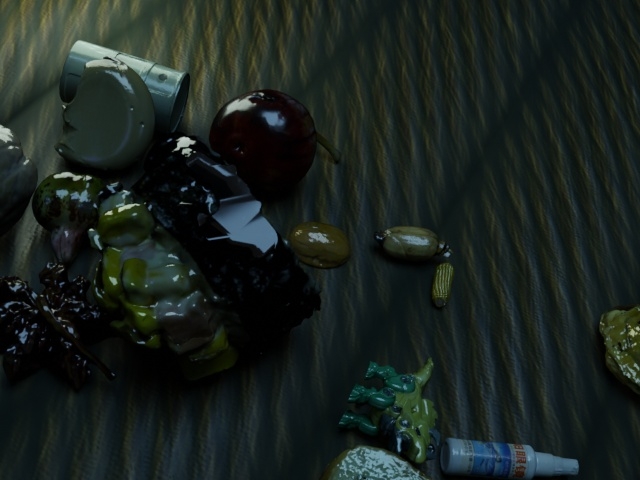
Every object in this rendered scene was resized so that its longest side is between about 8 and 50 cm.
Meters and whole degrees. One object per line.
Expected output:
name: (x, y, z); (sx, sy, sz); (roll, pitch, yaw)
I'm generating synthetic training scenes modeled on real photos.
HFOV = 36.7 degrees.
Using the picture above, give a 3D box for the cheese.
cheese: (-0.386, -0.232, 1.758); (0.175, 0.203, 0.091); (11, 9, 1)

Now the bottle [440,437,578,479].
bottle: (0.297, 0.346, 1.506); (0.217, 0.060, 0.060); (8, 47, -11)

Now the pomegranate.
pomegranate: (-0.413, -0.043, 1.614); (0.138, 0.125, 0.163); (14, 46, -20)

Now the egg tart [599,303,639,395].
egg tart: (0.609, 0.189, 1.709); (0.241, 0.106, 0.241); (11, 43, -10)

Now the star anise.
star anise: (-0.415, 0.118, 1.471); (0.220, 0.126, 0.190); (3, 44, -10)

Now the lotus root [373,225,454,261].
lotus root: (0.171, 0.007, 1.776); (0.151, 0.063, 0.072); (9, 19, 1)

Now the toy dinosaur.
toy dinosaur: (0.124, 0.248, 1.529); (0.153, 0.094, 0.259); (21, 31, 3)

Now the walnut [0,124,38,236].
walnut: (-0.573, -0.089, 1.554); (0.224, 0.224, 0.224); (8, 47, -9)

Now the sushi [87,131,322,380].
sushi: (-0.194, 0.051, 1.498); (0.285, 0.329, 0.328); (-39, 73, -7)

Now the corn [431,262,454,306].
corn: (0.220, 0.080, 1.741); (0.037, 0.037, 0.092); (16, 46, -1)

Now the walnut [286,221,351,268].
walnut: (0.000, 0.000, 1.742); (0.121, 0.052, 0.091); (12, 49, -2)

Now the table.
table: (-0.373, -0.294, 1.855); (0.219, 0.126, 0.126); (17, 46, 1)

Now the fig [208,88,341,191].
fig: (-0.082, -0.207, 1.828); (0.203, 0.186, 0.249); (19, 35, 27)

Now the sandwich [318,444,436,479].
sandwich: (0.074, 0.432, 1.340); (0.249, 0.095, 0.273); (29, 48, 16)
